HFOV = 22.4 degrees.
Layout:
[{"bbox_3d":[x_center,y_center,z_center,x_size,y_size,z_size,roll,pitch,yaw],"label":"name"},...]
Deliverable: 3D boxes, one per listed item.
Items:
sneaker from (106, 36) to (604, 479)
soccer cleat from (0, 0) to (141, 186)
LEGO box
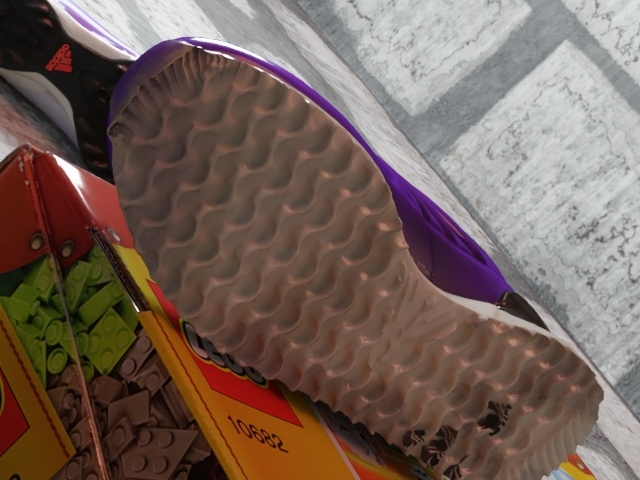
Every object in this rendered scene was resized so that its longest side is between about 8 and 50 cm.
[{"bbox_3d":[0.000,0.001,0.737,0.293,0.102,0.146,42,8,-36],"label":"sneaker"},{"bbox_3d":[-0.204,-0.144,1.377,0.318,0.108,0.116,39,10,-17],"label":"soccer cleat"},{"bbox_3d":[0.029,0.215,0.801,0.500,0.193,0.372,30,20,-50],"label":"LEGO box"}]
